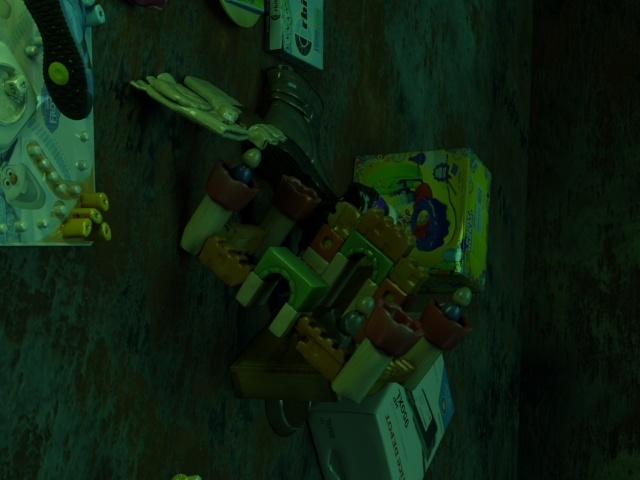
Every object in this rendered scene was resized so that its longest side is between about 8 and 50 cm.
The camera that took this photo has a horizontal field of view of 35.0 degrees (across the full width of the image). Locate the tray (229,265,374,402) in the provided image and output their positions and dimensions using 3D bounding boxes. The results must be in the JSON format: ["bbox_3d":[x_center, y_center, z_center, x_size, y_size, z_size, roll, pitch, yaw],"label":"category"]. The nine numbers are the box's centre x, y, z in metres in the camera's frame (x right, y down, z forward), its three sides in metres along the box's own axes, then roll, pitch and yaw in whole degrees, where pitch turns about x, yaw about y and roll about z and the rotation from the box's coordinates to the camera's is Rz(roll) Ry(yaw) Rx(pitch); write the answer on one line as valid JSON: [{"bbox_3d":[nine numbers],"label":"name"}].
[{"bbox_3d":[0.013,0.166,1.944,0.411,0.203,0.076,-48,130,-55],"label":"tray"}]

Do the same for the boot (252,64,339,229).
[{"bbox_3d":[-0.020,-0.177,2.015,0.338,0.118,0.223,60,32,-51],"label":"boot"}]

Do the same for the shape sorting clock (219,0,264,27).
[{"bbox_3d":[-0.155,-0.489,1.836,0.206,0.040,0.206,24,63,-61],"label":"shape sorting clock"}]

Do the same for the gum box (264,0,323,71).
[{"bbox_3d":[-0.051,-0.437,2.041,0.184,0.041,0.157,10,79,-62],"label":"gum box"}]

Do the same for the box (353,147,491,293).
[{"bbox_3d":[0.225,-0.037,2.305,0.177,0.279,0.290,33,58,-59],"label":"box"}]

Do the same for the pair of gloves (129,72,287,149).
[{"bbox_3d":[-0.173,-0.206,1.634,0.042,0.204,0.240,-60,162,15],"label":"pair of gloves"}]

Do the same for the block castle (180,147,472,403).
[{"bbox_3d":[0.021,0.046,1.689,0.213,0.453,0.303,-56,155,14],"label":"block castle"}]

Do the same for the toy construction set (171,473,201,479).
[{"bbox_3d":[-0.249,0.475,1.375,0.151,0.215,0.328,67,33,-35],"label":"toy construction set"}]

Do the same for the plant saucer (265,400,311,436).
[{"bbox_3d":[-0.056,0.301,1.992,0.168,0.029,0.168,12,76,-63],"label":"plant saucer"}]

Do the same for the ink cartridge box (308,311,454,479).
[{"bbox_3d":[0.145,0.378,2.237,0.395,0.166,0.285,-51,132,-53],"label":"ink cartridge box"}]

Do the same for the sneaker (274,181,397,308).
[{"bbox_3d":[0.000,-0.001,1.939,0.293,0.102,0.146,-45,132,-1],"label":"sneaker"}]

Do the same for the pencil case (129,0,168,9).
[{"bbox_3d":[-0.252,-0.456,1.584,0.098,0.095,0.209,59,40,-56],"label":"pencil case"}]

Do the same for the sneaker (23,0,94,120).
[{"bbox_3d":[-0.327,-0.265,1.326,0.082,0.069,0.209,-47,129,-60],"label":"sneaker"}]

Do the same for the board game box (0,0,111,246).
[{"bbox_3d":[-0.404,-0.188,1.297,0.390,0.050,0.390,1,88,-64],"label":"board game box"}]
